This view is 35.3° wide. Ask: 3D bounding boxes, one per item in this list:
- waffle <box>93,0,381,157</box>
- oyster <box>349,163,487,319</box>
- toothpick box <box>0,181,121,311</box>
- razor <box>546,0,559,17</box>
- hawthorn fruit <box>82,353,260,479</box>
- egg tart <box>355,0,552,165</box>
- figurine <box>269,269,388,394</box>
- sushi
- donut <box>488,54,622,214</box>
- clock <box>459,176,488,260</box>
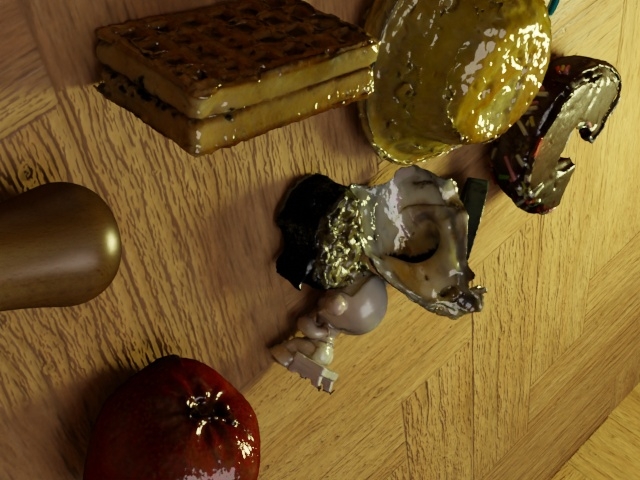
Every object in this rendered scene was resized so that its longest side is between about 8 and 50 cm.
[{"bbox_3d":[-0.098,-0.219,1.243,0.308,0.213,0.091,-23,133,-39],"label":"waffle"},{"bbox_3d":[0.172,0.002,1.787,0.100,0.275,0.271,-107,-155,-77],"label":"oyster"},{"bbox_3d":[-0.377,0.025,1.135,0.294,0.192,0.192,-15,130,-51],"label":"toothpick box"},{"bbox_3d":[0.437,-0.489,1.846,0.068,0.037,0.191,-32,141,-33],"label":"razor"},{"bbox_3d":[-0.239,0.341,1.540,0.265,0.265,0.307,-4,143,-51],"label":"hawthorn fruit"},{"bbox_3d":[0.241,-0.300,1.636,0.443,0.178,0.443,-32,141,-29],"label":"egg tart"},{"bbox_3d":[0.036,0.144,1.803,0.257,0.144,0.182,-55,144,-6],"label":"figurine"},{"bbox_3d":[0.000,0.000,1.651,0.147,0.115,0.213,-34,142,-30],"label":"sushi"},{"bbox_3d":[0.455,-0.218,2.024,0.259,0.136,0.345,2,116,-50],"label":"donut"},{"bbox_3d":[0.277,-0.020,1.957,0.215,0.041,0.215,17,90,-86],"label":"clock"}]
